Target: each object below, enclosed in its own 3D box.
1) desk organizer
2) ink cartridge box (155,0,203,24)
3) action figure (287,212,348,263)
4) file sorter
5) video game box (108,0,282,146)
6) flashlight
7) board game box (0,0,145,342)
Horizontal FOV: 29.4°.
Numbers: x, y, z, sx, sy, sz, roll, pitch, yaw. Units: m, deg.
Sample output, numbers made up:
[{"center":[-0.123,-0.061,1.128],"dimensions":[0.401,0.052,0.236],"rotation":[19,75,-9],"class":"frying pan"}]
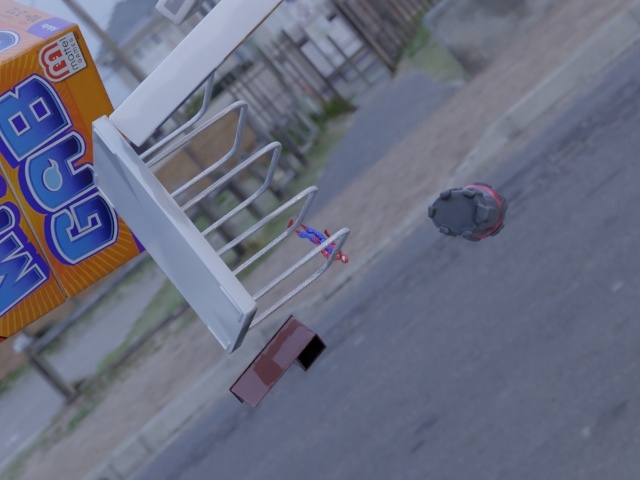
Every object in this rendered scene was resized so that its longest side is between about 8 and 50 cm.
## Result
[{"center":[-0.055,0.168,1.610],"dimensions":[0.130,0.050,0.047],"rotation":[-50,-36,-12],"class":"desk organizer"},{"center":[-0.156,-0.450,1.922],"dimensions":[0.181,0.056,0.225],"rotation":[-50,2,33],"class":"ink cartridge box"},{"center":[0.000,0.000,1.952],"dimensions":[0.038,0.115,0.030],"rotation":[-30,-26,-51],"class":"action figure"},{"center":[-0.118,-0.042,1.443],"dimensions":[0.173,0.278,0.193],"rotation":[-36,-9,-18],"class":"file sorter"},{"center":[-0.116,-0.192,1.226],"dimensions":[0.205,0.048,0.187],"rotation":[-44,12,11],"class":"video game box"},{"center":[0.235,-0.046,1.966],"dimensions":[0.103,0.103,0.304],"rotation":[-46,-11,14],"class":"flashlight"},{"center":[-0.508,-0.107,1.769],"dimensions":[0.356,0.356,0.356],"rotation":[-35,35,-23],"class":"board game box"}]
